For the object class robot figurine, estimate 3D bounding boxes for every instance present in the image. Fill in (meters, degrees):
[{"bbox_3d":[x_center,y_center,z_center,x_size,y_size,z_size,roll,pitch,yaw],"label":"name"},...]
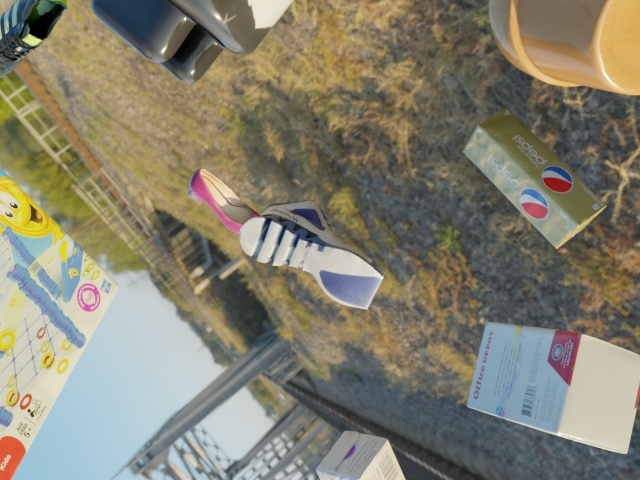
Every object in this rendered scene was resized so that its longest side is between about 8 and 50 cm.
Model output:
[{"bbox_3d":[-0.083,-0.286,0.607,0.173,0.278,0.209,36,-174,-22],"label":"robot figurine"}]

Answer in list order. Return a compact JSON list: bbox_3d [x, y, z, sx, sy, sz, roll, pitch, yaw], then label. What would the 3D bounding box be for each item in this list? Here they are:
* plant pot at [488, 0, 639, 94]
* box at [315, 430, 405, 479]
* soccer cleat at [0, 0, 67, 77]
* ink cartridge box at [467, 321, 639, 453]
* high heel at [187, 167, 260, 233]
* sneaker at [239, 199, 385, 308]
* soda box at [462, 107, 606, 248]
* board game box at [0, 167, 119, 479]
[{"bbox_3d":[0.410,-0.330,0.909,0.291,0.291,0.203,59,-175,-38],"label":"plant pot"},{"bbox_3d":[0.091,0.364,0.749,0.063,0.067,0.324,-4,117,43],"label":"box"},{"bbox_3d":[-0.409,-0.281,0.895,0.060,0.179,0.072,23,-147,-50],"label":"soccer cleat"},{"bbox_3d":[0.310,0.191,0.882,0.127,0.128,0.176,20,171,-24],"label":"ink cartridge box"},{"bbox_3d":[-0.224,-0.096,1.678,0.244,0.082,0.117,36,149,-5],"label":"high heel"},{"bbox_3d":[-0.001,0.000,1.406,0.316,0.182,0.127,27,123,-2],"label":"sneaker"},{"bbox_3d":[0.271,-0.082,0.845,0.181,0.058,0.061,50,155,17],"label":"soda box"},{"bbox_3d":[-0.421,0.079,0.765,0.086,0.308,0.302,-10,133,29],"label":"board game box"}]
